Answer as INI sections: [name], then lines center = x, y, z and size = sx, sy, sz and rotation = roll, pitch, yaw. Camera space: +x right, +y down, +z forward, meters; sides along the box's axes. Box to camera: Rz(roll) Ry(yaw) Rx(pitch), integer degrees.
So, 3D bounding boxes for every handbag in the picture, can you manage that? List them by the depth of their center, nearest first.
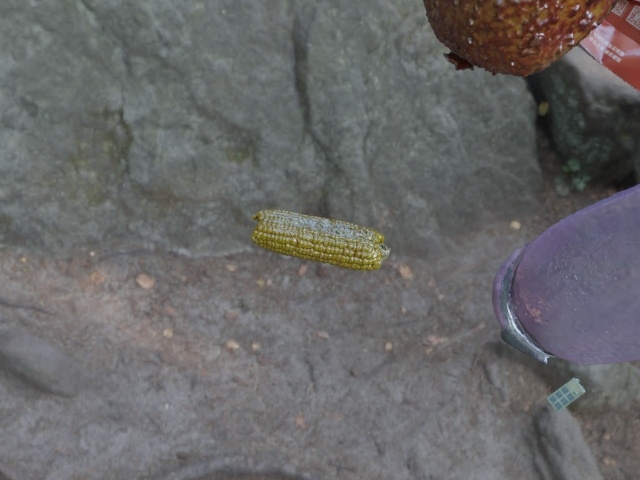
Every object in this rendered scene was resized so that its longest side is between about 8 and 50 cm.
[handbag]
center = 0.542, -0.429, 1.513
size = 0.298, 0.151, 0.171
rotation = 34, 26, -2

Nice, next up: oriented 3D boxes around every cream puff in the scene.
[cream puff]
center = 0.281, -0.406, 1.161
size = 0.228, 0.350, 0.350
rotation = 8, 29, -42

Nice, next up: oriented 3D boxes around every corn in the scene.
[corn]
center = 0.000, 0.000, 1.141
size = 0.207, 0.068, 0.068
rotation = 11, 35, -1

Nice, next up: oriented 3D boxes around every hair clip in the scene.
[hair clip]
center = 0.259, -0.021, 0.528
size = 0.110, 0.359, 0.096
rotation = 25, 32, -23

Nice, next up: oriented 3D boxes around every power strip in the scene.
[power strip]
center = 0.559, 0.352, 1.802
size = 0.040, 0.090, 0.016
rotation = 52, 25, 17
